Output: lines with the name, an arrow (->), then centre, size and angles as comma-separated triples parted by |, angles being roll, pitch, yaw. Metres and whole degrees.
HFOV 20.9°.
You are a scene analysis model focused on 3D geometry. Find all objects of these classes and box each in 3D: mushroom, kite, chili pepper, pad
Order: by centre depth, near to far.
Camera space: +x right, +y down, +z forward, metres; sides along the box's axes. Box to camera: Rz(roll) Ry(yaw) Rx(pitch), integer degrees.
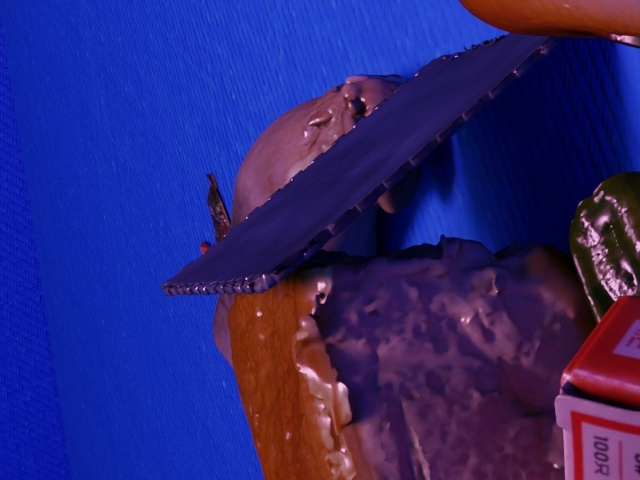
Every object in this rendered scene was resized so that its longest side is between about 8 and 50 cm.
chili pepper -> 0.195, 0.051, 0.931 | 0.204, 0.073, 0.072 | 66, 146, 27
pad -> 0.027, -0.051, 1.079 | 0.012, 0.269, 0.269 | 52, 166, -9
mushroom -> 0.000, -0.001, 1.401 | 0.177, 0.126, 0.397 | 52, 151, 32
kite -> -0.105, 0.038, 1.939 | 0.189, 0.009, 0.232 | -140, 40, -62

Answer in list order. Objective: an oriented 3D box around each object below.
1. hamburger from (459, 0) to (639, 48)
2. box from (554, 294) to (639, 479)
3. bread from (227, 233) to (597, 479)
hamburger -> 0.144, -0.147, 0.691 | 0.237, 0.236, 0.147 | -156, 70, -68
box -> 0.192, 0.130, 0.853 | 0.133, 0.099, 0.182 | 11, 123, 26
bread -> 0.079, 0.129, 1.075 | 0.250, 0.224, 0.279 | 169, 90, -75
